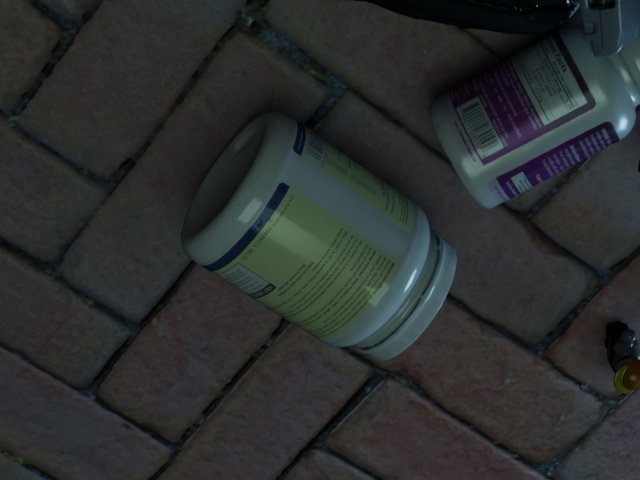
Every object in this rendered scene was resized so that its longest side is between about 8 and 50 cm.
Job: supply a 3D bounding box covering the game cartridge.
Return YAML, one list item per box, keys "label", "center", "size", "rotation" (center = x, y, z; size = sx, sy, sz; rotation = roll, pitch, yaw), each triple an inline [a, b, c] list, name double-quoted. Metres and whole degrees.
- label: "game cartridge"
  center: [0.344, -0.376, 1.510]
  size: [0.060, 0.196, 0.294]
  rotation: [1, 111, 27]

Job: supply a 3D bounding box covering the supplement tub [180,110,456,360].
- label: "supplement tub"
  center: [0.000, 0.000, 1.797]
  size: [0.325, 0.235, 0.235]
  rotation: [34, 112, -19]

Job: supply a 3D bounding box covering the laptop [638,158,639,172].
- label: "laptop"
  center: [0.586, -0.182, 1.771]
  size: [0.234, 0.136, 0.264]
  rotation: [22, 71, -11]

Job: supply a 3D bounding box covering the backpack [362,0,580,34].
- label: "backpack"
  center: [0.162, -0.382, 1.572]
  size: [0.355, 0.273, 0.290]
  rotation: [26, 152, 7]

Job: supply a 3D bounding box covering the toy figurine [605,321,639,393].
- label: "toy figurine"
  center: [0.550, 0.175, 1.962]
  size: [0.209, 0.148, 0.213]
  rotation: [-42, 113, 18]

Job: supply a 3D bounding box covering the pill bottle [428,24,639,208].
- label: "pill bottle"
  center: [0.311, -0.181, 1.751]
  size: [0.301, 0.169, 0.169]
  rotation: [-28, 116, 12]
